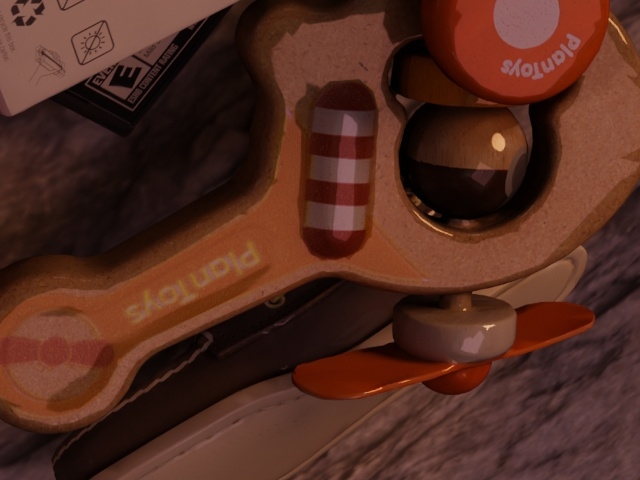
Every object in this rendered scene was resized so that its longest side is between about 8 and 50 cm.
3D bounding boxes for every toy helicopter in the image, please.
[{"bbox_3d":[0.000,0.000,0.834,0.355,0.140,0.235,-28,112,-5],"label":"toy helicopter"}]

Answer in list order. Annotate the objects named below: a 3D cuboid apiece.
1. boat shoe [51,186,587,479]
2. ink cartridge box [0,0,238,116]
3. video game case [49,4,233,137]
[{"bbox_3d":[-0.010,0.056,0.952,0.324,0.097,0.116,-29,154,-14],"label":"boat shoe"},{"bbox_3d":[-0.014,-0.194,0.695,0.332,0.065,0.165,-28,139,-14],"label":"ink cartridge box"},{"bbox_3d":[-0.086,-0.197,0.712,0.275,0.035,0.248,-50,140,11],"label":"video game case"}]
